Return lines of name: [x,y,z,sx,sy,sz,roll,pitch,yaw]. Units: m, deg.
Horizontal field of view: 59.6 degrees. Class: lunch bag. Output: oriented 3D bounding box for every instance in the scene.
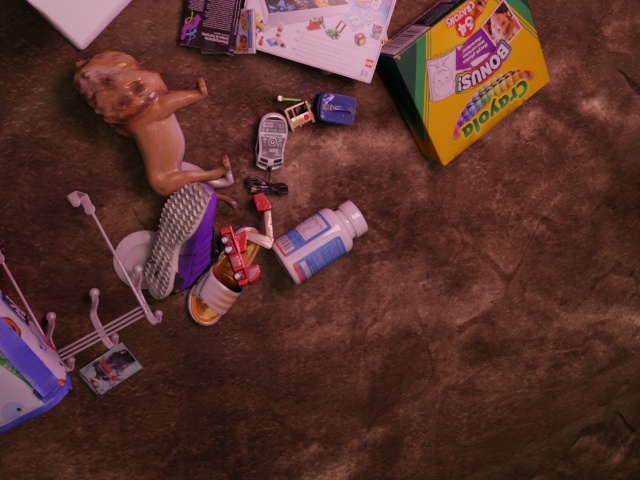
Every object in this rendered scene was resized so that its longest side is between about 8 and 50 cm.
lunch bag: [0.037,-0.305,1.299,0.098,0.065,0.067,2,106,-21]
lunch bag: [-0.669,0.187,1.014,0.386,0.239,0.327,-14,119,32]

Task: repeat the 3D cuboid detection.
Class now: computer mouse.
computer mouse: [-0.115,-0.200,1.290,0.106,0.042,0.193,3,111,-17]

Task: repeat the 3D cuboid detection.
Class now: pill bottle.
pill bottle: [0.000,0.000,1.347,0.222,0.124,0.124,-32,114,-9]

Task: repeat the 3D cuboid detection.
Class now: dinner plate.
dinner plate: [-0.397,0.047,1.271,0.141,0.017,0.141,-7,109,-20]

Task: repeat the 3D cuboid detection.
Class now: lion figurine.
lion figurine: [-0.327,-0.204,1.156,0.240,0.142,0.392,-18,116,-7]

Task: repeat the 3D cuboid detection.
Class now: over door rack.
over door rack: [-0.516,0.084,1.182,0.240,0.108,0.324,-29,101,-1]

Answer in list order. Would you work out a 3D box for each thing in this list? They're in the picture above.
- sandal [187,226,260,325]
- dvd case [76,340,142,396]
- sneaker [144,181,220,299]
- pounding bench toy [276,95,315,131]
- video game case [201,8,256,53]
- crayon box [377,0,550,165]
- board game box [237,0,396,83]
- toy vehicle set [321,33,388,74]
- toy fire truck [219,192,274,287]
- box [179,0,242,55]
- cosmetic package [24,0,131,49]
sandal: [-0.223,0.088,1.315,0.102,0.076,0.265,29,94,-25]
dvd case: [-0.495,0.302,1.314,0.119,0.013,0.087,-32,115,-8]
sneaker: [-0.277,-0.004,1.234,0.146,0.102,0.293,-6,133,-51]
pounding bench toy: [-0.057,-0.301,1.272,0.065,0.052,0.083,-27,113,-11]
video game case: [-0.193,-0.434,1.163,0.122,0.011,0.087,5,105,15]
crayon box: [0.351,-0.417,1.342,0.363,0.106,0.313,-39,123,-5]
board game box: [-0.010,-0.475,1.195,0.305,0.053,0.193,13,109,-13]
toy vehicle set: [0.050,-0.528,1.252,0.166,0.035,0.266,-22,112,-13]
toy fire truck: [-0.159,0.000,1.285,0.135,0.047,0.192,-19,86,-12]
box: [-0.220,-0.470,1.140,0.116,0.029,0.162,16,102,13]
cosmetic package: [-0.324,-0.551,0.908,0.453,0.161,0.230,-47,118,-5]
